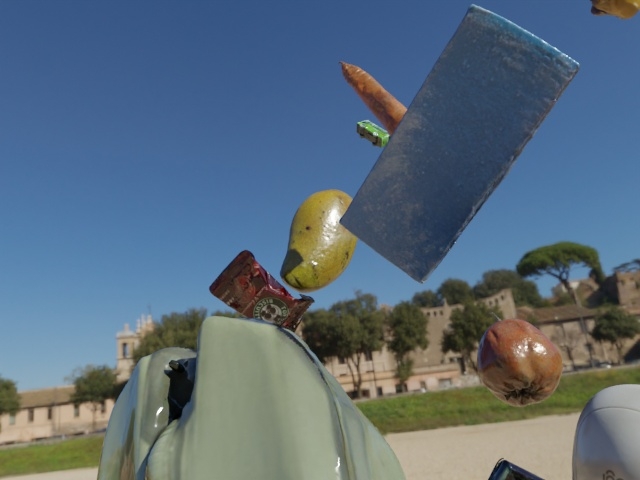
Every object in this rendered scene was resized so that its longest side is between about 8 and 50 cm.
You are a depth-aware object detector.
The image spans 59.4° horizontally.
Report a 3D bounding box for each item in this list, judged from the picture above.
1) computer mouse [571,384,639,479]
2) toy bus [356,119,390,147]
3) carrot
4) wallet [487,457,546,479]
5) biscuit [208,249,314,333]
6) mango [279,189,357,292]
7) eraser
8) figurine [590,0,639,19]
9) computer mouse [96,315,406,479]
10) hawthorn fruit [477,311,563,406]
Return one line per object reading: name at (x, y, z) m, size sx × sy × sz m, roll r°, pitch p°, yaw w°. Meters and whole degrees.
computer mouse at (0.394, 0.328, 0.674) m, size 0.121 × 0.297 × 0.184 m, roll 2°, pitch -1°, yaw -36°
toy bus at (0.115, -0.235, 1.231) m, size 0.037 × 0.083 × 0.031 m, roll -28°, pitch -41°, yaw -26°
carrot at (0.097, -0.218, 0.895) m, size 0.057 × 0.224 × 0.057 m, roll -27°, pitch -30°, yaw -17°
wallet at (0.382, 0.476, 0.868) m, size 0.318 × 0.172 × 0.045 m, roll 26°, pitch 1°, yaw -4°
biscuit at (-0.139, 0.139, 1.351) m, size 0.151 × 0.235 × 0.063 m, roll -50°, pitch 5°, yaw 15°
mango at (0.008, -0.001, 1.476) m, size 0.176 × 0.330 × 0.176 m, roll 3°, pitch -44°, yaw 11°
eraser at (0.157, -0.108, 0.684) m, size 0.312 × 0.144 × 0.042 m, roll -59°, pitch -16°, yaw 23°
figurine at (0.465, -0.405, 0.856) m, size 0.122 × 0.121 × 0.176 m, roll -5°, pitch -17°, yaw 36°
computer mouse at (-0.032, 0.253, 0.326) m, size 0.228 × 0.429 × 0.145 m, roll -30°, pitch -20°, yaw 21°
hawthorn fruit at (0.347, 0.195, 0.993) m, size 0.149 × 0.189 × 0.149 m, roll -1°, pitch -24°, yaw 0°
